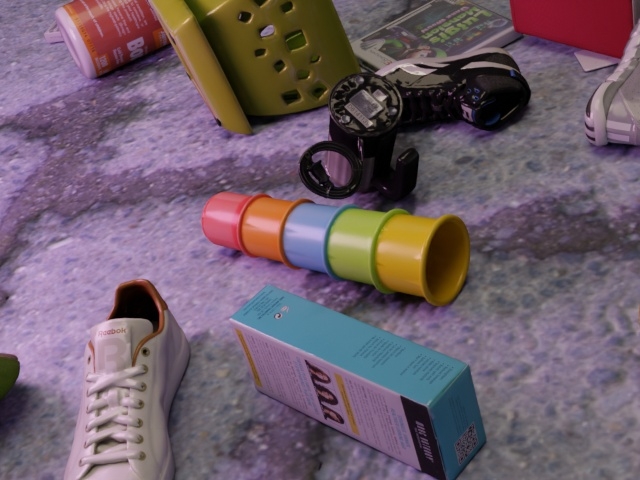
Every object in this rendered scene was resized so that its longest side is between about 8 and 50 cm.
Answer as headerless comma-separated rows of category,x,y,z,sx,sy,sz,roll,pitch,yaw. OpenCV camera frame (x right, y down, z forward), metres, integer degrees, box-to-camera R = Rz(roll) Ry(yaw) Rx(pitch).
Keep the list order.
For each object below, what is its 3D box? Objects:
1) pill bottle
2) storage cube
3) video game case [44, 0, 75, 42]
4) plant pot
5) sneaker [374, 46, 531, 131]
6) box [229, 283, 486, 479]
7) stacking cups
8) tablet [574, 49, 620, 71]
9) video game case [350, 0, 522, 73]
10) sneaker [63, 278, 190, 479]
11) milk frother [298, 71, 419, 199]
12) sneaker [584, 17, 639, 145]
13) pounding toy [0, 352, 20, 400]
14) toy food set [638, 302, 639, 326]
pill bottle,-0.295,-0.350,1.764,0.216,0.121,0.121,-28,37,-13
storage cube,0.366,-0.368,1.432,0.184,0.215,0.193,-37,43,-27
video game case,-0.361,-0.412,1.955,0.184,0.023,0.201,-3,39,19
plant pot,-0.098,-0.290,1.528,0.207,0.227,0.228,-29,38,-4
sneaker,0.150,-0.173,1.380,0.217,0.079,0.121,-17,35,-1
box,0.030,0.125,1.027,0.244,0.100,0.060,19,50,39
stacking cups,0.000,0.000,1.212,0.316,0.096,0.096,9,44,34
tablet,0.372,-0.240,1.437,0.083,0.006,0.054,-14,36,4
video game case,0.155,-0.279,1.565,0.190,0.022,0.173,-29,38,-15
sneaker,-0.198,0.152,1.072,0.106,0.123,0.290,-9,38,9
milk frother,0.030,-0.094,1.279,0.143,0.134,0.129,-22,67,-12
sneaker,0.408,-0.181,1.294,0.132,0.086,0.228,18,59,32
pounding toy,-0.417,0.181,1.126,0.237,0.110,0.183,0,-13,-38
toy food set,0.388,0.065,0.992,0.218,0.071,0.128,-20,60,1
